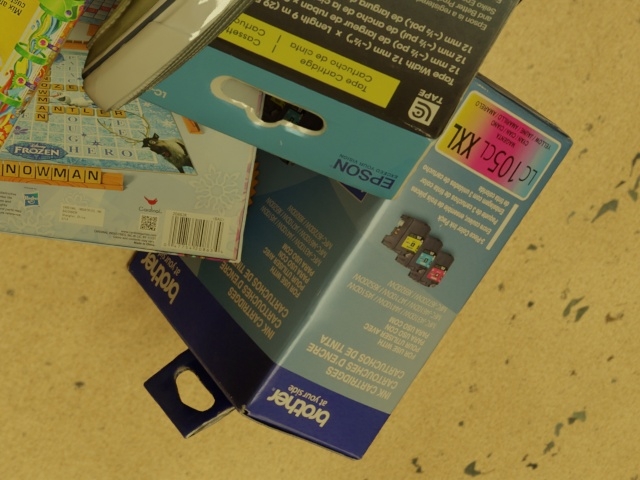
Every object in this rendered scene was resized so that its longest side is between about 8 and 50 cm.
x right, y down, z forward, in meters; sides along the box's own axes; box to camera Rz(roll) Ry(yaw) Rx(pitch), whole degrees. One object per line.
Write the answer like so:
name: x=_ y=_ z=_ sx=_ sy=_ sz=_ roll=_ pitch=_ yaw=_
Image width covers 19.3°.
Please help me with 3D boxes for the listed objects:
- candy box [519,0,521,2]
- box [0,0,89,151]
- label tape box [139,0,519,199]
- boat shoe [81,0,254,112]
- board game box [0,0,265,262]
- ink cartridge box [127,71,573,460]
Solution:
candy box: x=0.039 y=-0.353 z=1.454 sx=0.122 sy=0.268 sz=0.317 roll=-49 pitch=138 yaw=-40
box: x=-0.317 y=-0.206 z=1.313 sx=0.290 sy=0.177 sz=0.279 roll=29 pitch=108 yaw=-17
label tape box: x=0.022 y=-0.223 z=1.354 sx=0.249 sy=0.115 sz=0.348 roll=22 pitch=127 yaw=-10
boat shoe: x=-0.067 y=-0.209 z=1.257 sx=0.094 sy=0.109 sz=0.302 roll=46 pitch=113 yaw=-1
board game box: x=-0.197 y=-0.154 z=1.485 sx=0.318 sy=0.066 sz=0.318 roll=8 pitch=115 yaw=-7
ink cartridge box: x=0.000 y=0.000 z=1.633 sx=0.151 sy=0.270 sz=0.395 roll=26 pitch=101 yaw=-36
